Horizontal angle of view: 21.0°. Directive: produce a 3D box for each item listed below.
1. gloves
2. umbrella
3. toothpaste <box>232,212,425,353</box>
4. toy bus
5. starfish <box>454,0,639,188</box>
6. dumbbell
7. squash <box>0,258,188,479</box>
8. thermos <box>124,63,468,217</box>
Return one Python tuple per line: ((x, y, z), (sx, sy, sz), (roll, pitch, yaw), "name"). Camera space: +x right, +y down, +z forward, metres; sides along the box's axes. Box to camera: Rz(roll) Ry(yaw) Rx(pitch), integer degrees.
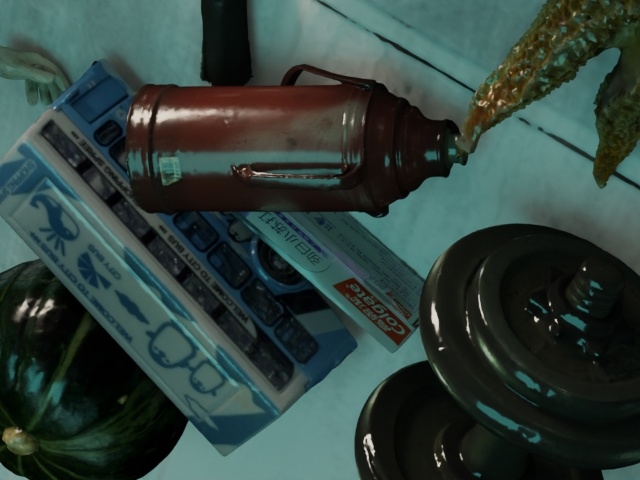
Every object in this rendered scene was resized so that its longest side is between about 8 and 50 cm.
((-0.234, -0.134, 1.362), (0.081, 0.037, 0.044), (37, 173, -13), "gloves")
((-0.067, -0.162, 1.230), (0.036, 0.031, 0.133), (18, 130, 24), "umbrella")
((0.000, 0.000, 1.290), (0.196, 0.040, 0.047), (41, 137, 3), "toothpaste")
((-0.116, 0.014, 1.317), (0.297, 0.131, 0.106), (47, 134, -3), "toy bus")
((0.185, -0.136, 1.033), (0.302, 0.084, 0.293), (24, 130, 15), "starfish")
((0.134, 0.113, 1.169), (0.192, 0.192, 0.290), (35, 135, 11), "dumbbell")
((-0.202, 0.107, 1.409), (0.218, 0.172, 0.218), (31, 147, 23), "squash")
((-0.013, -0.062, 1.194), (0.232, 0.124, 0.098), (2, 113, 18), "thermos")
